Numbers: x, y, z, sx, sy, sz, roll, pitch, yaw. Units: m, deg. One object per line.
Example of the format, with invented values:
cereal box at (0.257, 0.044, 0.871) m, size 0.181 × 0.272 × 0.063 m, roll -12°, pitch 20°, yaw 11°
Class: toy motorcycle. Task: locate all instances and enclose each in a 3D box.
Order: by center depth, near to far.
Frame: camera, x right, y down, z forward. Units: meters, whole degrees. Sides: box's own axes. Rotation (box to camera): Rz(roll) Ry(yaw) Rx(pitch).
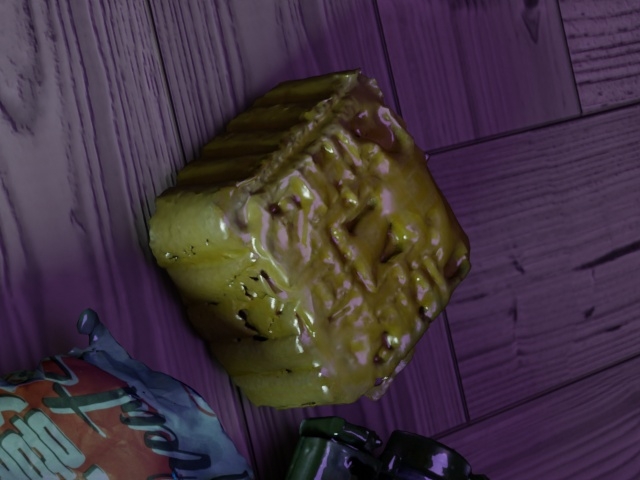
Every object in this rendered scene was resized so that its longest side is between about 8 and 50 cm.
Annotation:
toy motorcycle at (0.026, 0.230, 1.328) m, size 0.275 × 0.127 × 0.205 m, roll 37°, pitch 64°, yaw -35°

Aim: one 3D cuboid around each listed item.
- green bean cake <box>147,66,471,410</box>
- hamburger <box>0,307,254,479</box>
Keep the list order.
green bean cake at (0.000, 0.000, 1.333) m, size 0.229 × 0.131 × 0.224 m, roll -48°, pitch 116°, yaw -33°
hamburger at (-0.187, 0.193, 1.126) m, size 0.276 × 0.150 × 0.260 m, roll -11°, pitch 51°, yaw -34°
